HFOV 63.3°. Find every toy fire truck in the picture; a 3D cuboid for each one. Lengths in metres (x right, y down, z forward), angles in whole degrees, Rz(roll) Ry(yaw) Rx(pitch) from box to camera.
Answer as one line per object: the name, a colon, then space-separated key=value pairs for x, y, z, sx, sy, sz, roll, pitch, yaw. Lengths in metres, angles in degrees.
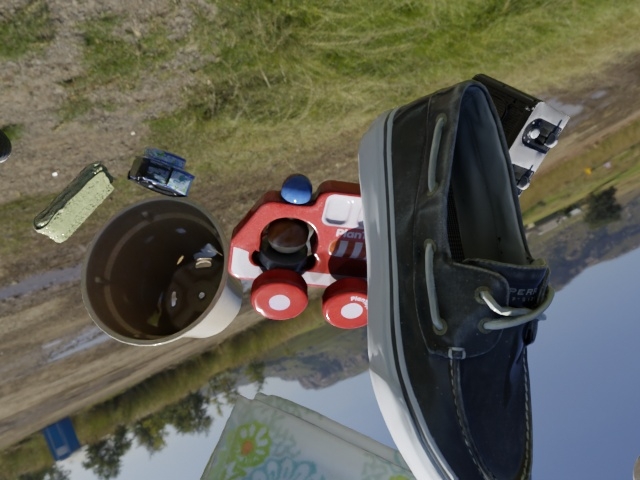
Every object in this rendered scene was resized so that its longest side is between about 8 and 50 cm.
toy fire truck: x=0.000 y=0.000 z=0.896 sx=0.302 sy=0.169 sz=0.254 roll=8 pitch=128 yaw=-9

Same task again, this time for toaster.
toaster: x=0.285 y=-0.168 z=0.859 sx=0.110 sy=0.186 sz=0.168 roll=12 pitch=115 yaw=-33

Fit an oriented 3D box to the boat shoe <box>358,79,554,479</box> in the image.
boat shoe: x=0.106 y=0.036 z=0.386 sx=0.121 sy=0.335 sz=0.119 roll=-2 pitch=164 yaw=-35

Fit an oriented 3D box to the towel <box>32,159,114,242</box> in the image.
towel: x=-0.404 y=-0.064 z=0.861 sx=0.148 sy=0.027 sz=0.110 roll=-54 pitch=179 yaw=-14

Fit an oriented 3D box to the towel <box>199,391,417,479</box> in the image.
towel: x=0.019 y=0.369 z=0.523 sx=0.090 sy=0.374 sz=0.321 roll=27 pitch=86 yaw=-84

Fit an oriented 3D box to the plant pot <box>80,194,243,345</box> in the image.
plant pot: x=-0.335 y=0.104 z=1.247 sx=0.333 sy=0.334 sz=0.305 roll=-26 pitch=160 yaw=-1

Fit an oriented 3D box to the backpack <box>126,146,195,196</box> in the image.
backpack: x=-0.311 y=-0.135 z=1.037 sx=0.114 sy=0.084 sz=0.105 roll=24 pitch=176 yaw=-32

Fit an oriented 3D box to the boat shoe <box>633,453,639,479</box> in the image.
boat shoe: x=0.430 y=0.322 z=0.464 sx=0.127 sy=0.340 sz=0.158 roll=-45 pitch=155 yaw=-40

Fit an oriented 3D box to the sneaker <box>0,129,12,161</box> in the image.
sneaker: x=-0.925 y=-0.188 z=1.190 sx=0.384 sy=0.145 sz=0.147 roll=-22 pitch=175 yaw=-39
